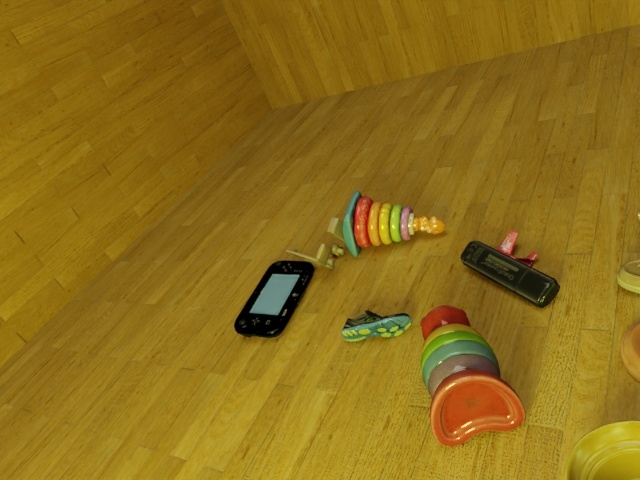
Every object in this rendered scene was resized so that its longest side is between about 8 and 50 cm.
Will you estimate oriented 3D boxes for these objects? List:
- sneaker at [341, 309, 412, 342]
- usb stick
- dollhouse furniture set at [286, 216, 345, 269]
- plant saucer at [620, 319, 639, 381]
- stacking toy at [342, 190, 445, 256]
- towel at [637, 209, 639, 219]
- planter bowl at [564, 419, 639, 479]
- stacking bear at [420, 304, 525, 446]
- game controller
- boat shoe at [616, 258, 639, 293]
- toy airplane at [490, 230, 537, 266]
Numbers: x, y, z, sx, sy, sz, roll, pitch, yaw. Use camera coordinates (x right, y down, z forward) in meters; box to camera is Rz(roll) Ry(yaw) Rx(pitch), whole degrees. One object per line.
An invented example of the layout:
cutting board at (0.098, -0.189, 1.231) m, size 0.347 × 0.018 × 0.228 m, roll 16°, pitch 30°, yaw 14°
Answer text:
sneaker at (0.140, 0.208, 1.359) m, size 0.188 × 0.067 × 0.078 m, roll -14°, pitch 38°, yaw 26°
usb stick at (0.459, 0.077, 1.315) m, size 0.077 × 0.045 × 0.278 m, roll -57°, pitch 36°, yaw 3°
dollhouse furniture set at (0.000, 0.000, 1.700) m, size 0.123 × 0.144 × 0.151 m, roll 16°, pitch 81°, yaw 32°
plant saucer at (0.669, 0.200, 0.991) m, size 0.199 × 0.037 × 0.200 m, roll -19°, pitch 31°, yaw 12°
stacking toy at (0.233, -0.053, 1.639) m, size 0.301 × 0.175 × 0.166 m, roll 2°, pitch 41°, yaw 22°
towel at (0.871, -0.055, 1.111) m, size 0.331 × 0.054 × 0.317 m, roll -15°, pitch 12°, yaw 27°
planter bowl at (0.484, 0.385, 0.789) m, size 0.217 × 0.090 × 0.217 m, roll -19°, pitch 31°, yaw 12°
stacking bear at (0.283, 0.246, 1.111) m, size 0.175 × 0.164 × 0.289 m, roll -20°, pitch 26°, yaw 10°
game controller at (-0.135, 0.172, 1.632) m, size 0.166 × 0.067 × 0.319 m, roll -7°, pitch 36°, yaw 30°
boat shoe at (0.764, 0.056, 1.088) m, size 0.285 × 0.089 × 0.105 m, roll -4°, pitch 37°, yaw 34°
toy airplane at (0.493, 0.042, 1.378) m, size 0.151 × 0.028 × 0.151 m, roll -28°, pitch 37°, yaw 24°
